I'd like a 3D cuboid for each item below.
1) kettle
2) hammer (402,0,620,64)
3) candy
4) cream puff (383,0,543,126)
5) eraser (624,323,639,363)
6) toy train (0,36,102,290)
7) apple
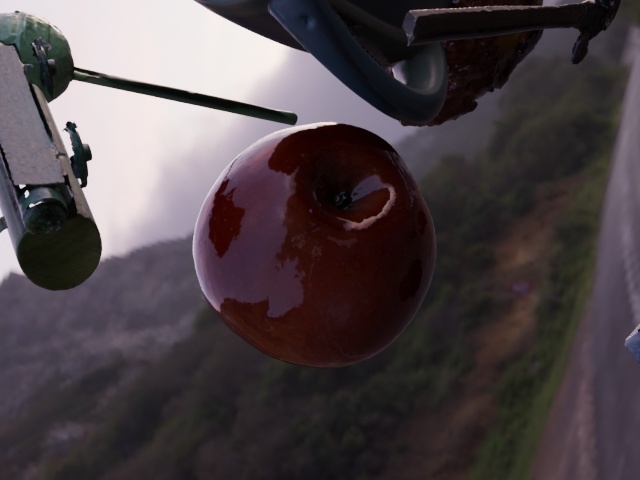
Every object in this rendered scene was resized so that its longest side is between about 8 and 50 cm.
[{"bbox_3d":[0.027,-0.276,1.580,0.342,0.247,0.319,26,-135,-51],"label":"kettle"},{"bbox_3d":[0.189,-0.215,1.431,0.297,0.027,0.125,-12,-44,-39],"label":"hammer"},{"bbox_3d":[-0.223,-0.189,1.810,0.119,0.440,0.119,-30,54,55],"label":"candy"},{"bbox_3d":[0.151,-0.323,1.901,0.350,0.229,0.350,-41,36,40],"label":"cream puff"},{"bbox_3d":[0.300,0.125,0.982,0.046,0.212,0.092,-44,-8,29],"label":"eraser"},{"bbox_3d":[-0.319,-0.084,1.520,0.307,0.126,0.189,-120,28,-45],"label":"toy train"},{"bbox_3d":[0.000,0.000,1.554,0.216,0.260,0.260,115,177,-52],"label":"apple"}]
